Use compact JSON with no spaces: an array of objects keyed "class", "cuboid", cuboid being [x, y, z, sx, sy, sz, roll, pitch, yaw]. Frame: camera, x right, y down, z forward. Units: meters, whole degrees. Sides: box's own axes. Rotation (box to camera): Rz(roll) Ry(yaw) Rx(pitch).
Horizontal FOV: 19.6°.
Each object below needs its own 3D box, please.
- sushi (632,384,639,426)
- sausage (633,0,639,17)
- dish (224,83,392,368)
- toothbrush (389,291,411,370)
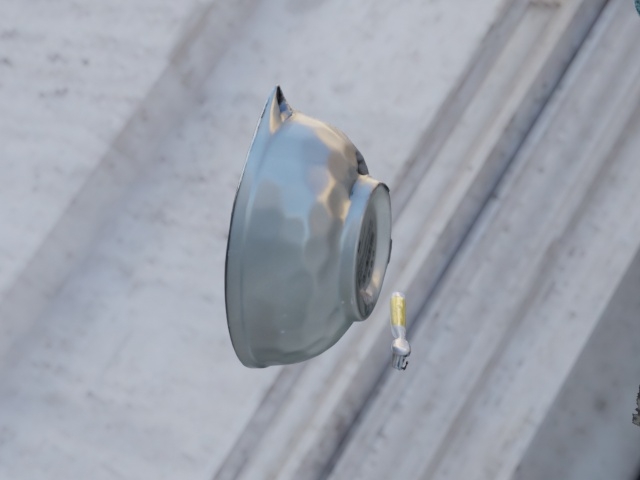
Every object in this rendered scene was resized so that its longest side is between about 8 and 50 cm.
[{"class":"sushi","cuboid":[0.531,0.209,2.341,0.296,0.100,0.373,25,-40,19]},{"class":"sausage","cuboid":[0.365,-0.156,1.547,0.264,0.083,0.083,34,-21,-4]},{"class":"dish","cuboid":[0.000,0.000,1.907,0.120,0.303,0.303,8,-28,15]},{"class":"toothbrush","cuboid":[0.085,0.096,2.017,0.021,0.024,0.288,13,11,-1]}]
